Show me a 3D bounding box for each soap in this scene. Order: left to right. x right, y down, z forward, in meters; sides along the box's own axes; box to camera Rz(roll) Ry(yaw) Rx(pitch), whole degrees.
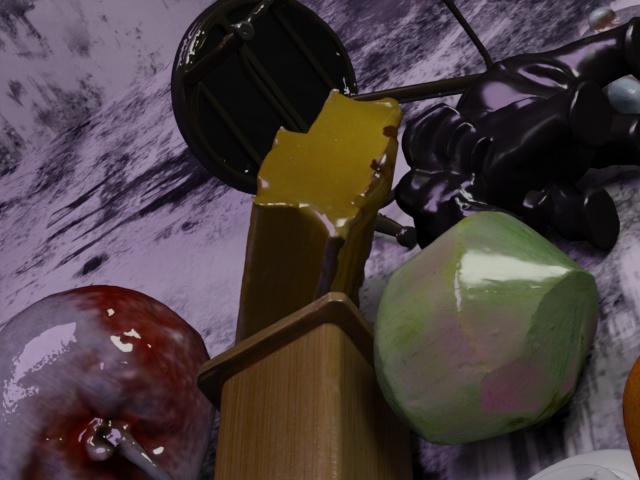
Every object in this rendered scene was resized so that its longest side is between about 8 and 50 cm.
[{"bbox_3d":[0.000,0.000,1.897,0.143,0.281,0.259,17,42,10],"label":"soap"}]

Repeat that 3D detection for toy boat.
[{"bbox_3d":[0.385,-0.238,2.040,0.155,0.085,0.227,-35,21,7],"label":"toy boat"}]

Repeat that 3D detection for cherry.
[{"bbox_3d":[-0.277,0.221,1.894,0.335,0.291,0.326,-40,22,50],"label":"cherry"}]

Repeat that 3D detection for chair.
[{"bbox_3d":[0.016,-0.228,2.255,0.362,0.365,0.410,-47,19,-24],"label":"chair"}]

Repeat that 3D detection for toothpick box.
[{"bbox_3d":[-0.006,0.230,1.573,0.190,0.187,0.308,-29,26,17],"label":"toothpick box"}]

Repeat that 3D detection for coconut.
[{"bbox_3d":[0.165,0.082,1.571,0.235,0.205,0.236,-16,-20,-6],"label":"coconut"}]

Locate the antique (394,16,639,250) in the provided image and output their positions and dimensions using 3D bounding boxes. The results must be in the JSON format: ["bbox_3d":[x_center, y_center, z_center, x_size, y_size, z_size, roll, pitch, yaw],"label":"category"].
[{"bbox_3d":[0.238,-0.099,1.868,0.255,0.185,0.322,-5,36,42],"label":"antique"}]

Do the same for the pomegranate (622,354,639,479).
[{"bbox_3d":[0.319,0.131,1.170,0.220,0.256,0.221,-5,74,19],"label":"pomegranate"}]

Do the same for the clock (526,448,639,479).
[{"bbox_3d":[0.204,0.251,1.369,0.236,0.053,0.236,-32,21,14],"label":"clock"}]
